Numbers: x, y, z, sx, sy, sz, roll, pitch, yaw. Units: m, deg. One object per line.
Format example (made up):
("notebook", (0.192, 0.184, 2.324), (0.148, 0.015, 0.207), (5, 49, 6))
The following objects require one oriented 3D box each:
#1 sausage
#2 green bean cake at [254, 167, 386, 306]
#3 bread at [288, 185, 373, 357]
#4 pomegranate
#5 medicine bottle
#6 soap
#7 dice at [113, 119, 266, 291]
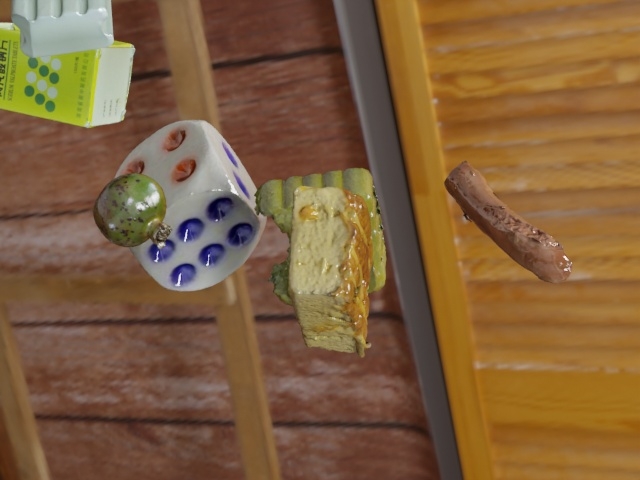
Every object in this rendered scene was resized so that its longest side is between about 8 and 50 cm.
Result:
("sausage", (0.297, -0.029, 1.753), (0.078, 0.078, 0.304), (-19, 41, -18))
("green bean cake", (0.000, 0.000, 1.998), (0.232, 0.236, 0.124), (-8, 33, 7))
("bread", (0.021, 0.048, 1.608), (0.114, 0.275, 0.185), (-1, 66, 7))
("pomegranate", (-0.309, -0.046, 1.769), (0.130, 0.130, 0.130), (-11, 20, 4))
("medicine bottle", (-0.456, -0.279, 1.814), (0.250, 0.137, 0.141), (13, 16, 14))
("soap", (-0.333, -0.328, 1.393), (0.119, 0.067, 0.198), (-10, 51, -3))
("dice", (-0.272, -0.070, 2.218), (0.259, 0.243, 0.251), (-33, 44, 8))
